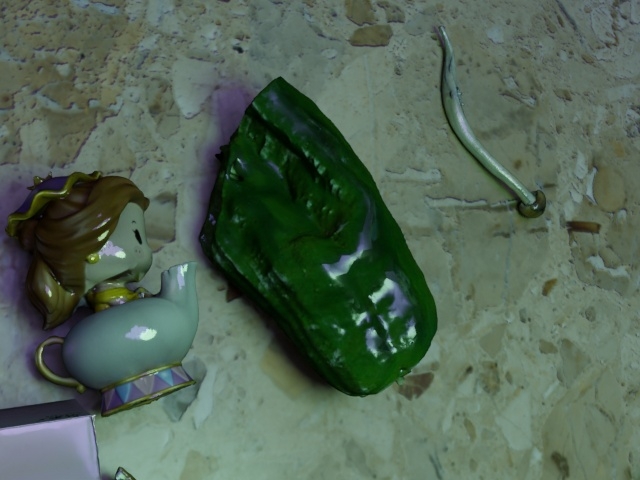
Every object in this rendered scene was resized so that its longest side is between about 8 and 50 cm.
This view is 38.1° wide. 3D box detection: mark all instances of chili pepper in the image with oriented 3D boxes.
[{"bbox_3d":[0.001,-0.001,1.063,0.213,0.167,0.384,-30,87,-33],"label":"chili pepper"}]

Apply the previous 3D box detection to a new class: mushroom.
[{"bbox_3d":[0.223,-0.161,1.306,0.068,0.043,0.306,-28,86,-48],"label":"mushroom"}]

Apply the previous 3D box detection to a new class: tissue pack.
[{"bbox_3d":[-0.329,0.205,0.817,0.247,0.148,0.092,-6,88,-21],"label":"tissue pack"}]

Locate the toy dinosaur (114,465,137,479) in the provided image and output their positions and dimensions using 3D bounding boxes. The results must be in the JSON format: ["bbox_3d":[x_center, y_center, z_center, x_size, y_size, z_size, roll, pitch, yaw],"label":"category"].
[{"bbox_3d":[-0.159,0.344,0.902,0.327,0.113,0.206,38,61,-13],"label":"toy dinosaur"}]

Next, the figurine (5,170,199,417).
[{"bbox_3d":[-0.222,0.043,0.954,0.190,0.142,0.263,-21,83,-7],"label":"figurine"}]
